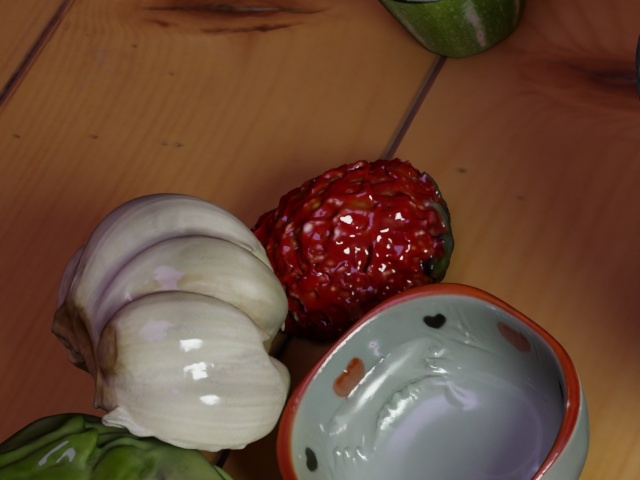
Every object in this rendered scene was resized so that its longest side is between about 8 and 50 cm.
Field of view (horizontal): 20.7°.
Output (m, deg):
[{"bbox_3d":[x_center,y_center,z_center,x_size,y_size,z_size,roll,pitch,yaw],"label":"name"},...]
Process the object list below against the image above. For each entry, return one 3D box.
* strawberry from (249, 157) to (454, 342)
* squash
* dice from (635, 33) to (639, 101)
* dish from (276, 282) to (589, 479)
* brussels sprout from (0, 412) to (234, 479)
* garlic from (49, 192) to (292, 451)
[{"bbox_3d":[0.000,0.000,1.609,0.236,0.111,0.190,-14,54,18],"label":"strawberry"},{"bbox_3d":[0.131,-0.266,1.727,0.170,0.123,0.170,-14,51,18],"label":"squash"},{"bbox_3d":[0.437,-0.046,1.276,0.348,0.328,0.330,-16,52,16],"label":"dice"},{"bbox_3d":[0.102,0.170,1.429,0.256,0.117,0.256,-14,51,18],"label":"dish"},{"bbox_3d":[-0.204,0.282,1.426,0.328,0.247,0.328,-16,51,21],"label":"brussels sprout"},{"bbox_3d":[-0.113,0.057,1.518,0.281,0.203,0.185,27,108,62],"label":"garlic"}]
